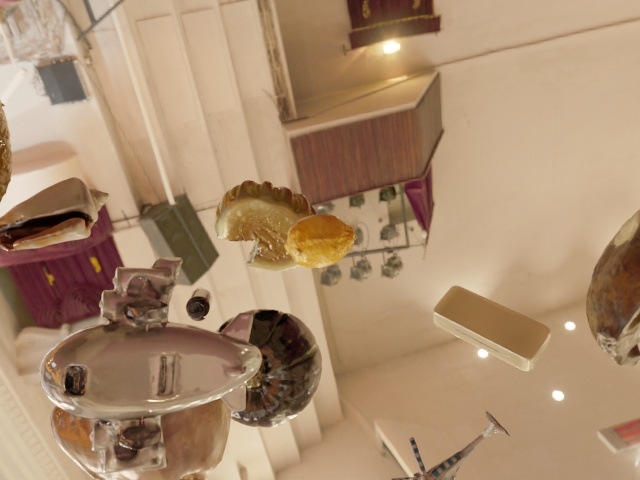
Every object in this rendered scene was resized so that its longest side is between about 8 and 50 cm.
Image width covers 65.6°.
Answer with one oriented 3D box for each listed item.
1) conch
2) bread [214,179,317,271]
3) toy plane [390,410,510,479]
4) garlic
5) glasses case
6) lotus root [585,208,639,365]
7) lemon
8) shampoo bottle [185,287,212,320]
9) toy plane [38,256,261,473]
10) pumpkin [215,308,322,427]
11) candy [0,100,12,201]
[{"bbox_3d":[-0.416,-0.038,0.766,0.176,0.104,0.094,-18,169,-33],"label":"conch"},{"bbox_3d":[-0.153,-0.054,1.545,0.332,0.333,0.160,-5,-142,11],"label":"bread"},{"bbox_3d":[0.296,0.499,1.129,0.182,0.107,0.273,27,-100,39],"label":"toy plane"},{"bbox_3d":[-0.225,0.224,0.664,0.228,0.110,0.217,35,-113,16],"label":"garlic"},{"bbox_3d":[0.490,0.248,1.445,0.312,0.070,0.131,25,-123,37],"label":"glasses case"},{"bbox_3d":[0.496,0.019,0.735,0.314,0.210,0.142,-43,-139,-1],"label":"lotus root"},{"bbox_3d":[0.000,0.000,1.050,0.155,0.114,0.114,-13,-152,-5],"label":"lemon"},{"bbox_3d":[-0.344,0.182,1.410,0.072,0.072,0.214,-16,-175,-9],"label":"shampoo bottle"},{"bbox_3d":[-0.185,0.145,0.580,0.252,0.252,0.118,-27,-164,-29],"label":"toy plane"},{"bbox_3d":[-0.157,0.342,1.349,0.323,0.323,0.241,-6,-172,8],"label":"pumpkin"},{"bbox_3d":[-0.437,-0.093,0.467,0.259,0.260,0.118,-18,-148,-13],"label":"candy"}]
